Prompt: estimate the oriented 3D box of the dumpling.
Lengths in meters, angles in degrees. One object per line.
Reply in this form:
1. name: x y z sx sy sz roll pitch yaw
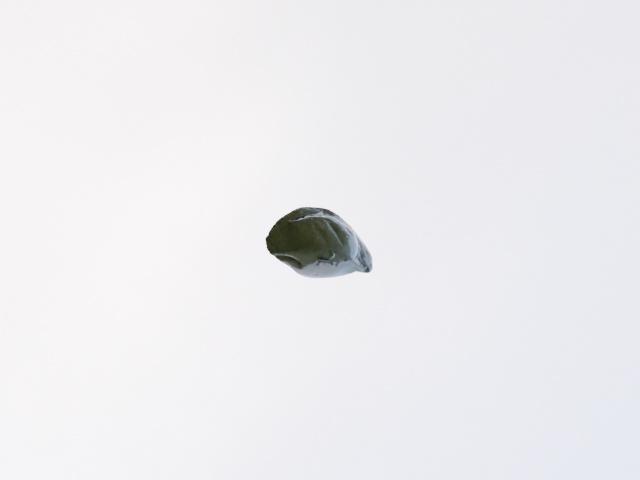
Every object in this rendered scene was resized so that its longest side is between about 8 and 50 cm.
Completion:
1. dumpling: -0.001 -0.001 1.361 0.077 0.043 0.059 -2 -132 6
